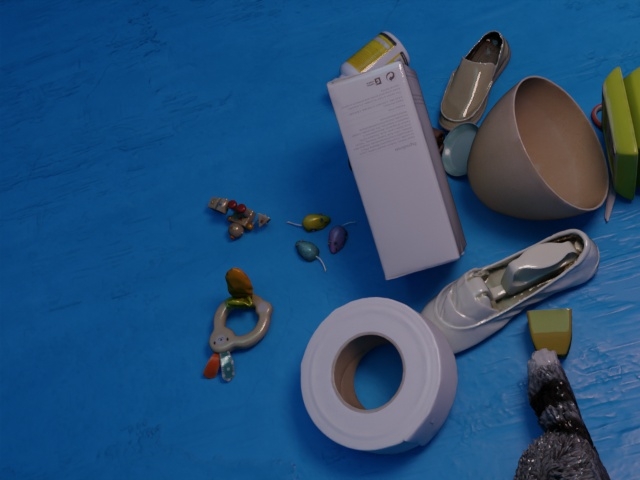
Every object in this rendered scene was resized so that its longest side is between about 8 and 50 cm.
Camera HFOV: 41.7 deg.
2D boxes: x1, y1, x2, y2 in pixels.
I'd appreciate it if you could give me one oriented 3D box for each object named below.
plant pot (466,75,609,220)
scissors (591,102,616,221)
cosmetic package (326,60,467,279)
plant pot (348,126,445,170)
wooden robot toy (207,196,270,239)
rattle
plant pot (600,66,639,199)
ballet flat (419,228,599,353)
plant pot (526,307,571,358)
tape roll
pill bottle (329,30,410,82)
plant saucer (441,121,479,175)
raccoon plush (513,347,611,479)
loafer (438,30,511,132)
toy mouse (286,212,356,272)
[{"bbox_3d":[0.403,-0.152,1.658,0.191,0.284,0.284,-31,49,44],"label":"plant pot"},{"bbox_3d":[0.620,-0.174,1.715,0.109,0.021,0.297,-4,60,14],"label":"scissors"},{"bbox_3d":[0.157,-0.135,1.630,0.156,0.217,0.385,-15,91,15],"label":"cosmetic package"},{"bbox_3d":[0.169,-0.199,1.803,0.165,0.167,0.167,23,72,19],"label":"plant pot"},{"bbox_3d":[-0.194,-0.044,1.886,0.173,0.076,0.079,21,82,27],"label":"wooden robot toy"},{"bbox_3d":[-0.189,0.179,1.725,0.130,0.143,0.200,34,70,11],"label":"rattle"},{"bbox_3d":[0.653,-0.214,1.601,0.207,0.228,0.227,-9,65,15],"label":"plant pot"},{"bbox_3d":[0.343,0.086,1.602,0.400,0.139,0.139,-27,58,3],"label":"ballet flat"},{"bbox_3d":[0.428,0.176,1.559,0.081,0.081,0.083,-5,73,15],"label":"plant pot"},{"bbox_3d":[0.108,0.254,1.568,0.286,0.100,0.286,-9,69,25],"label":"tape roll"},{"bbox_3d":[0.110,-0.393,1.951,0.184,0.103,0.103,-40,58,-6],"label":"pill bottle"},{"bbox_3d":[0.310,-0.194,1.801,0.119,0.021,0.119,-19,64,46],"label":"plant saucer"},{"bbox_3d":[0.338,0.437,1.422,0.299,0.216,0.446,-25,35,17],"label":"raccoon plush"},{"bbox_3d":[0.337,-0.360,1.866,0.102,0.092,0.268,20,70,26],"label":"loafer"},{"bbox_3d":[0.000,0.000,1.817,0.161,0.031,0.143,-10,60,13],"label":"toy mouse"}]
